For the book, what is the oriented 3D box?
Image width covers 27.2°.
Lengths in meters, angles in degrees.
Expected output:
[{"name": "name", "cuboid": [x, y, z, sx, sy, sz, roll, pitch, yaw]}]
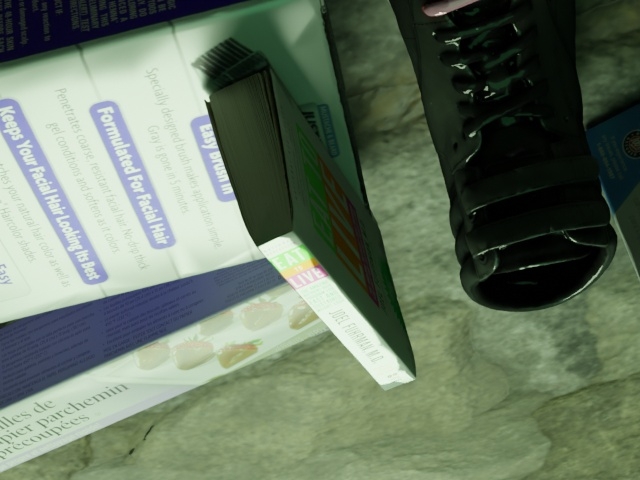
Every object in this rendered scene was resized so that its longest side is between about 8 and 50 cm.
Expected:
[{"name": "book", "cuboid": [0.000, 0.000, 0.629, 0.035, 0.096, 0.144, -24, 142, 12]}]

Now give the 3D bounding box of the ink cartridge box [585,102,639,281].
[{"name": "ink cartridge box", "cuboid": [0.273, -0.042, 0.789, 0.191, 0.139, 0.082, -29, 137, 19]}]

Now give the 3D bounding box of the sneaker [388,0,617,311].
[{"name": "sneaker", "cuboid": [0.101, -0.074, 0.695, 0.105, 0.146, 0.295, -15, 141, 6]}]

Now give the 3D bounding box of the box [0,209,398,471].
[{"name": "box", "cuboid": [-0.111, 0.060, 0.824, 0.324, 0.067, 0.063, -25, 140, 15]}]

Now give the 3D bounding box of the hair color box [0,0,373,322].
[{"name": "hair color box", "cuboid": [-0.156, -0.055, 0.677, 0.339, 0.110, 0.185, -13, 142, 2]}]
